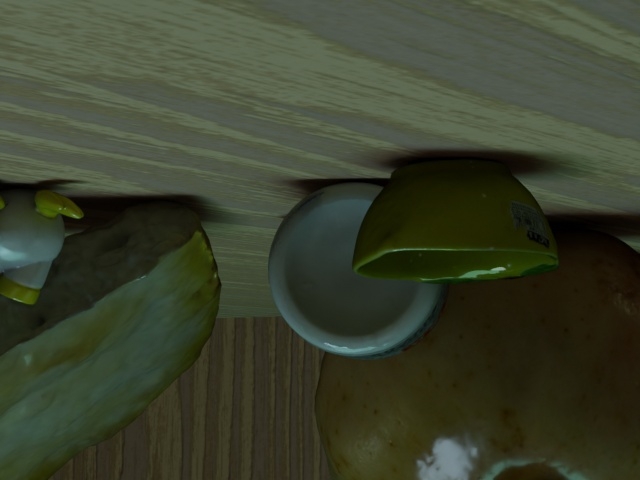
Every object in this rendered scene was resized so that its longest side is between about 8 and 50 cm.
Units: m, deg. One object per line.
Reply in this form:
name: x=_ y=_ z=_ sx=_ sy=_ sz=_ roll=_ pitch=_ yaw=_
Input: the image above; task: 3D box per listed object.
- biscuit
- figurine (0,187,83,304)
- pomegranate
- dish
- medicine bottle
biscuit: x=-0.276 y=0.125 z=1.724 sx=0.429 sy=0.104 sz=0.446 roll=-35 pitch=163 yaw=-4
figurine: x=-0.285 y=-0.011 z=1.482 sx=0.178 sy=0.109 sz=0.129 roll=4 pitch=148 yaw=-35
pomegranate: x=0.196 y=0.172 z=1.847 sx=0.411 sy=0.411 sz=0.411 roll=0 pitch=175 yaw=0
dish: x=0.100 y=-0.017 z=1.372 sx=0.149 sy=0.080 sz=0.207 roll=-7 pitch=171 yaw=27
medicine bottle: x=0.037 y=0.031 z=1.576 sx=0.144 sy=0.144 sz=0.252 roll=0 pitch=174 yaw=4
